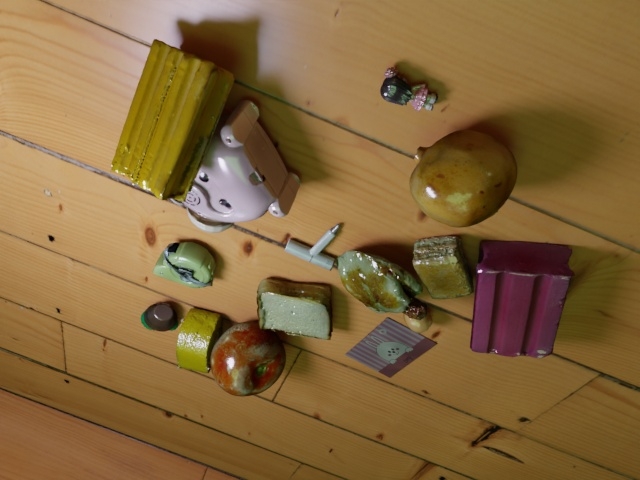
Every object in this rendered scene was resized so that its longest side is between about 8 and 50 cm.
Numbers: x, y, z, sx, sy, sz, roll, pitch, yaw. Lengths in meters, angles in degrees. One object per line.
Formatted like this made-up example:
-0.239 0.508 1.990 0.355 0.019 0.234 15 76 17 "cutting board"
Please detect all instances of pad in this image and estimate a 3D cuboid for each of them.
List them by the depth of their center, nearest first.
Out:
0.240 0.382 1.881 0.202 0.005 0.299 29 135 -10 "pad"

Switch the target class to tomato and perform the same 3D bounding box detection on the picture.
-0.266 0.412 1.911 0.223 0.270 0.270 29 148 40 "tomato"

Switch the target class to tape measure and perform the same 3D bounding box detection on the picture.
-0.430 0.083 1.738 0.200 0.106 0.175 25 139 -9 "tape measure"

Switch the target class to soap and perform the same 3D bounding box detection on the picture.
-0.338 -0.265 1.219 0.204 0.096 0.324 31 104 26 "soap"
0.544 0.174 1.489 0.233 0.128 0.359 5 134 16 "soap"

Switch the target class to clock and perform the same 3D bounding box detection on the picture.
-0.261 -0.176 1.393 0.326 0.184 0.342 -7 125 30 "clock"

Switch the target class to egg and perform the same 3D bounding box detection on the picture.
0.300 0.242 1.672 0.096 0.080 0.080 38 134 -2 "egg"

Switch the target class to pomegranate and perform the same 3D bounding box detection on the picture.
0.316 -0.133 1.202 0.233 0.233 0.233 9 135 10 "pomegranate"

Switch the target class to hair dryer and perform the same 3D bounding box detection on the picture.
-0.007 -0.004 1.567 0.155 0.044 0.183 22 131 -5 "hair dryer"

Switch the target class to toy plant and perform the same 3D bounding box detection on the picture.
-0.598 0.293 2.011 0.143 0.105 0.200 18 155 -17 "toy plant"

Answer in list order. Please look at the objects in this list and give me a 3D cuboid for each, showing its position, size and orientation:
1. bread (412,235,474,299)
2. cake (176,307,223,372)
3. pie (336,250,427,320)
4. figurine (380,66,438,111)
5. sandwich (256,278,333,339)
0.343 0.084 1.487 0.138 0.102 0.196 -6 132 27 "bread"
-0.450 0.382 1.986 0.156 0.179 0.260 15 135 5 "cake"
0.165 0.121 1.553 0.274 0.105 0.257 1 136 50 "pie"
0.193 -0.324 1.170 0.129 0.054 0.072 19 132 -3 "figurine"
-0.084 0.224 1.776 0.251 0.087 0.226 6 136 10 "sandwich"
